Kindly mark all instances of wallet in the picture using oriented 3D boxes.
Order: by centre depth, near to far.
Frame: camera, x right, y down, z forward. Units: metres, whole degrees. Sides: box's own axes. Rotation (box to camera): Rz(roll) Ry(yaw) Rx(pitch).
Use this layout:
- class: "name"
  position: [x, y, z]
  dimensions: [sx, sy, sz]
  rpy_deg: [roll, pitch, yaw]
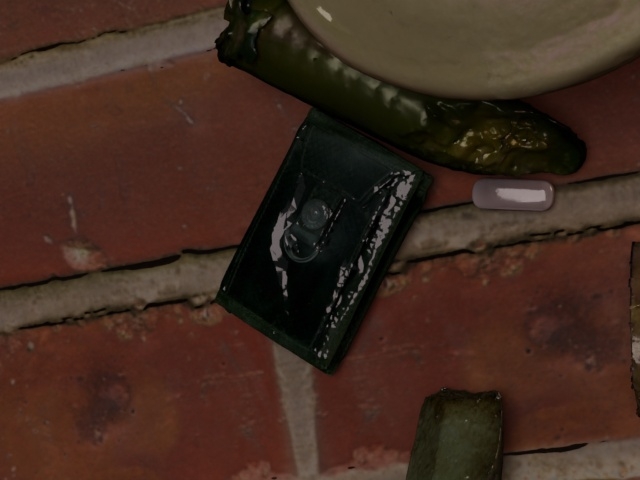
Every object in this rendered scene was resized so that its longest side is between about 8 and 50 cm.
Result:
- class: "wallet"
  position: [-0.001, 0.000, 1.886]
  dimensions: [0.160, 0.055, 0.236]
  rpy_deg: [31, 99, 24]

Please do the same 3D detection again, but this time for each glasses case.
- class: "glasses case"
  position: [0.193, -0.046, 1.833]
  dimensions: [0.083, 0.021, 0.032]
  rpy_deg: [1, 91, 19]

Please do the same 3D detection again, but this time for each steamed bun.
- class: "steamed bun"
  position: [0.213, -0.296, 1.660]
  dimensions: [0.456, 0.371, 0.290]
  rpy_deg: [-26, 95, 22]

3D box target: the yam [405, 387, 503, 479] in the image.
- class: "yam"
  position: [0.131, 0.277, 1.804]
  dimensions: [0.106, 0.106, 0.259]
  rpy_deg: [0, 89, 19]

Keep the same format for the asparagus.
- class: "asparagus"
  position: [0.078, -0.148, 1.824]
  dimensions: [0.382, 0.128, 0.108]
  rpy_deg: [29, 105, 17]

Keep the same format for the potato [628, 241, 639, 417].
- class: "potato"
  position: [0.339, 0.083, 1.741]
  dimensions: [0.089, 0.100, 0.172]
  rpy_deg: [-1, 85, 14]
